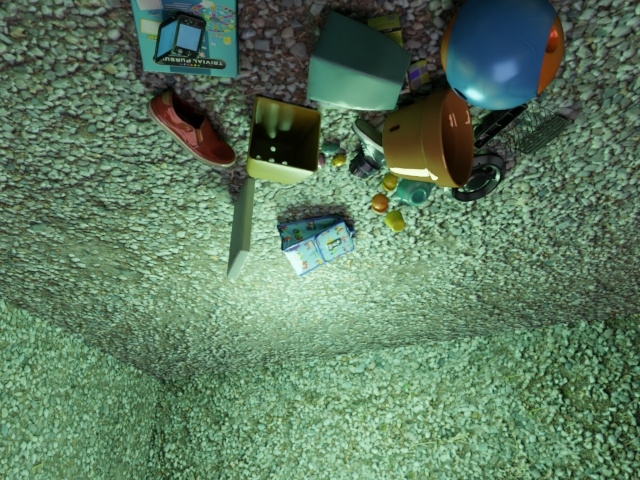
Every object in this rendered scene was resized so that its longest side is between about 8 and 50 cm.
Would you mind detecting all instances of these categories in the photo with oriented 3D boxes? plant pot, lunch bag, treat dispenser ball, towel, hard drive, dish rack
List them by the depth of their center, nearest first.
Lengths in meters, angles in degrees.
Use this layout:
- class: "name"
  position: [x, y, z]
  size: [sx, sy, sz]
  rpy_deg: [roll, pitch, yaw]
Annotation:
- class: "treat dispenser ball"
  position: [0.442, -0.467, 1.371]
  size: [0.288, 0.288, 0.288]
  rpy_deg: [0, 148, 0]
- class: "plant pot"
  position: [0.104, -0.443, 1.444]
  size: [0.234, 0.166, 0.166]
  rpy_deg: [18, 155, 3]
- class: "towel"
  position: [0.281, -0.474, 1.600]
  size: [0.060, 0.009, 0.083]
  rpy_deg: [-26, 144, 0]
- class: "plant pot"
  position: [0.319, -0.297, 1.679]
  size: [0.203, 0.291, 0.291]
  rpy_deg: [-1, 152, 33]
- class: "plant pot"
  position: [-0.130, -0.288, 1.745]
  size: [0.212, 0.212, 0.187]
  rpy_deg: [10, 159, -15]
- class: "dish rack"
  position: [0.639, -0.344, 1.770]
  size: [0.271, 0.074, 0.208]
  rpy_deg: [16, 145, -25]
- class: "hard drive"
  position: [-0.284, -0.044, 2.010]
  size: [0.040, 0.308, 0.203]
  rpy_deg: [12, 146, -17]
- class: "lunch bag"
  position: [0.000, 0.000, 2.284]
  size: [0.293, 0.138, 0.221]
  rpy_deg: [-19, 144, 6]

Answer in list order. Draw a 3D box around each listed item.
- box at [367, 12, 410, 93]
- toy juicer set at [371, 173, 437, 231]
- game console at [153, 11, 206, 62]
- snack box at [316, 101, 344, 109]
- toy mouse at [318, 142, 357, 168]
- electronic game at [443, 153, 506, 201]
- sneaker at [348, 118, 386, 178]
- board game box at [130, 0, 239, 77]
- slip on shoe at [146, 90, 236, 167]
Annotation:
- class: "box"
  position: [0.190, -0.500, 1.532]
  size: [0.087, 0.058, 0.232]
  rpy_deg: [-8, 146, 13]
- class: "toy juicer set"
  position: [0.314, -0.198, 1.993]
  size: [0.209, 0.089, 0.329]
  rpy_deg: [36, 108, -31]
- class: "game console"
  position: [-0.346, -0.489, 1.380]
  size: [0.107, 0.071, 0.122]
  rpy_deg: [11, 146, -18]
- class: "snack box"
  position: [0.057, -0.421, 1.644]
  size: [0.141, 0.037, 0.100]
  rpy_deg: [-1, 172, 2]
- class: "toy mouse"
  position: [0.018, -0.285, 1.893]
  size: [0.143, 0.031, 0.161]
  rpy_deg: [28, 138, -37]
- class: "electronic game"
  position: [0.542, -0.217, 1.970]
  size: [0.229, 0.048, 0.229]
  rpy_deg: [-10, 142, -8]
- class: "sneaker"
  position: [0.134, -0.289, 1.828]
  size: [0.163, 0.086, 0.226]
  rpy_deg: [-31, 138, 29]
- class: "board game box"
  position: [-0.333, -0.569, 1.395]
  size: [0.253, 0.079, 0.336]
  rpy_deg: [3, 148, -6]
- class: "slip on shoe"
  position: [-0.378, -0.338, 1.733]
  size: [0.101, 0.123, 0.331]
  rpy_deg: [-26, 135, 28]
